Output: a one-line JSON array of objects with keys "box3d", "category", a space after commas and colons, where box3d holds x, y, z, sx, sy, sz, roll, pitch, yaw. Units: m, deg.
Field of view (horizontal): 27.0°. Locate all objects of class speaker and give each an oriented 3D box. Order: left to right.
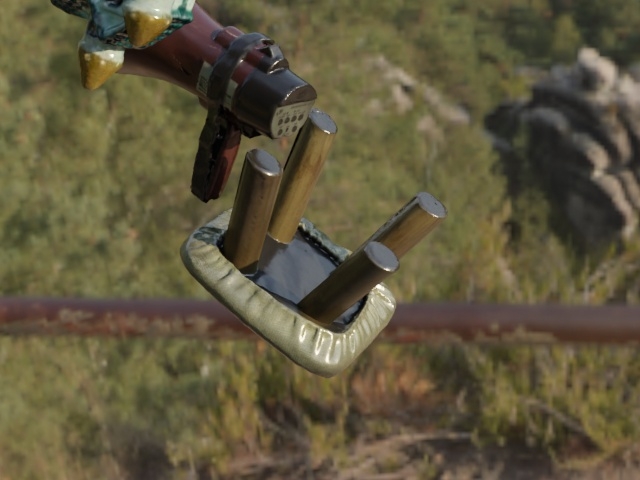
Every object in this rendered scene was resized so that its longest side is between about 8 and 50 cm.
[{"box3d": [-0.185, -0.217, 1.899, 0.329, 0.259, 0.198, 42, 10, 25], "category": "speaker"}]

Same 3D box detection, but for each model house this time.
[{"box3d": [-0.248, -0.314, 1.589, 0.253, 0.291, 0.184, 22, 16, 19], "category": "model house"}]

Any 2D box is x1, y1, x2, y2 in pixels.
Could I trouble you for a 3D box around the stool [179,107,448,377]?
[{"box3d": [0.000, 0.000, 1.985, 0.310, 0.226, 0.310, 39, 32, 5], "category": "stool"}]
